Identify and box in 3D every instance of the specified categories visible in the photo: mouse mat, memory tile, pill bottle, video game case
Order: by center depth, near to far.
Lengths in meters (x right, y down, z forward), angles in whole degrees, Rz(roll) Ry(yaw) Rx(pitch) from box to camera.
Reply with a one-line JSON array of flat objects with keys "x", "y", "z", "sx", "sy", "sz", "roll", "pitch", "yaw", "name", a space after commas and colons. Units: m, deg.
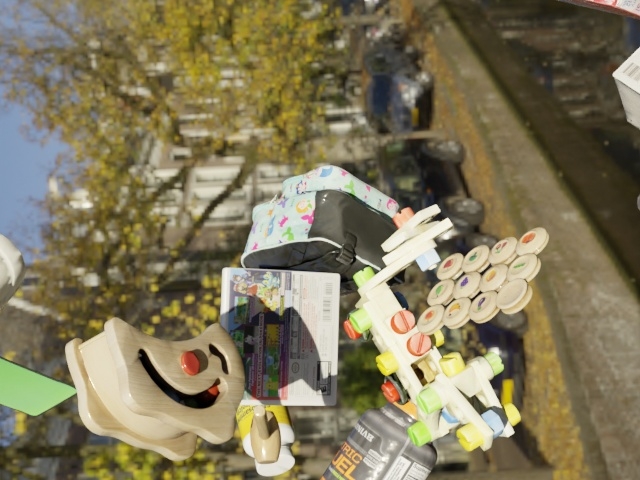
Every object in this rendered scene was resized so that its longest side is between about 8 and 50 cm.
[{"x": 0.164, "y": 0.042, "z": 0.969, "sx": 0.148, "sy": 0.012, "sz": 0.113, "roll": -22, "pitch": 33, "yaw": 46, "name": "memory tile"}, {"x": 0.084, "y": 0.337, "z": 1.385, "sx": 0.246, "sy": 0.130, "sz": 0.130, "roll": -57, "pitch": -1, "yaw": -4, "name": "pill bottle"}, {"x": -0.061, "y": 0.145, "z": 1.415, "sx": 0.023, "sy": 0.183, "sz": 0.201, "roll": 168, "pitch": 105, "yaw": -69, "name": "video game case"}, {"x": -0.535, "y": 0.253, "z": 1.643, "sx": 0.189, "sy": 0.152, "sz": 0.007, "roll": 31, "pitch": -136, "yaw": -35, "name": "mouse mat"}, {"x": -0.107, "y": 0.357, "z": 1.834, "sx": 0.103, "sy": 0.103, "sz": 0.184, "roll": 88, "pitch": 166, "yaw": -49, "name": "pill bottle"}]

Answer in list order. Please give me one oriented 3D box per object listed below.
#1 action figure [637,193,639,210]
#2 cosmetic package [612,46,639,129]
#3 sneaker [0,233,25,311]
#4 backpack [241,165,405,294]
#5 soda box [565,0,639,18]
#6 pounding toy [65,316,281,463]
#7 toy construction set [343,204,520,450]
[{"x": 0.556, "y": -0.033, "z": 1.215, "sx": 0.275, "sy": 0.164, "sz": 0.141, "roll": 27, "pitch": 127, "yaw": 40, "name": "action figure"}, {"x": 0.411, "y": -0.105, "z": 0.954, "sx": 0.239, "sy": 0.060, "sz": 0.099, "roll": 45, "pitch": 179, "yaw": 35, "name": "cosmetic package"}, {"x": -0.446, "y": 0.114, "z": 1.102, "sx": 0.290, "sy": 0.106, "sz": 0.123, "roll": -57, "pitch": -4, "yaw": 36, "name": "sneaker"}, {"x": 0.000, "y": 0.000, "z": 1.568, "sx": 0.253, "sy": 0.225, "sz": 0.191, "roll": -22, "pitch": 51, "yaw": 44, "name": "backpack"}, {"x": 0.342, "y": -0.353, "z": 1.239, "sx": 0.263, "sy": 0.092, "sz": 0.083, "roll": 41, "pitch": 117, "yaw": 56, "name": "soda box"}, {"x": -0.137, "y": 0.150, "z": 1.077, "sx": 0.269, "sy": 0.154, "sz": 0.154, "roll": 33, "pitch": -141, "yaw": -43, "name": "pounding toy"}, {"x": 0.133, "y": 0.125, "z": 1.241, "sx": 0.215, "sy": 0.151, "sz": 0.328, "roll": 119, "pitch": 136, "yaw": -69, "name": "toy construction set"}]
